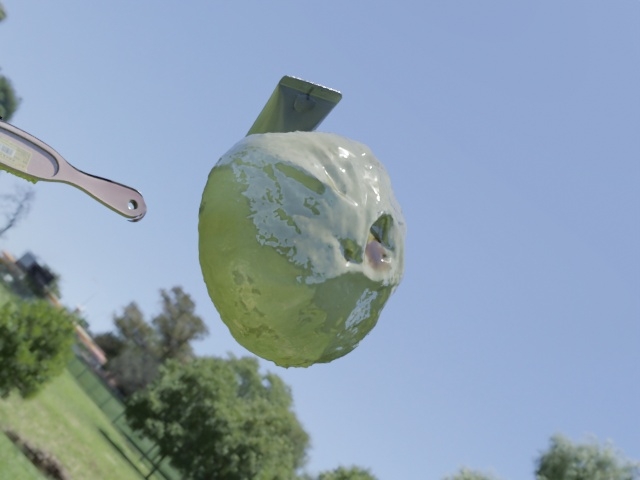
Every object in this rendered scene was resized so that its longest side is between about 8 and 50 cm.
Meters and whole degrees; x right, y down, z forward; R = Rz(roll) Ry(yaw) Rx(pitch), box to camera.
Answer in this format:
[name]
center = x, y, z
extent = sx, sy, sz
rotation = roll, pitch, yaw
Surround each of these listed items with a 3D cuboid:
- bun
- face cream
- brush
[bun]
center = 0.004, 0.002, 1.267
extent = 0.202, 0.364, 0.364
rotation = -5, -52, 37
[face cream]
center = -0.095, -0.175, 1.682
extent = 0.314, 0.143, 0.089
rotation = -48, -133, 31
[brush]
center = -0.413, -0.104, 1.385
extent = 0.313, 0.072, 0.067
rotation = 26, -31, -31
